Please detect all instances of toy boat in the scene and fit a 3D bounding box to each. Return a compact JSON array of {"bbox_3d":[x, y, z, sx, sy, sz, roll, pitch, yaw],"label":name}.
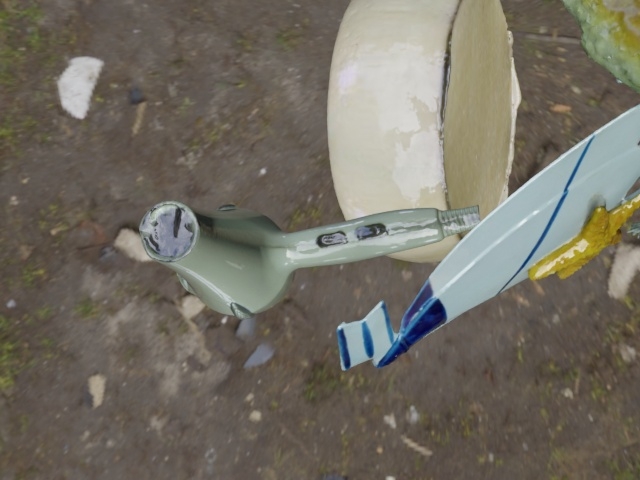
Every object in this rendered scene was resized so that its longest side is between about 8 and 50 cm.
[{"bbox_3d":[0.130,-0.014,0.592,0.291,0.220,0.067,-28,65,1],"label":"toy boat"}]

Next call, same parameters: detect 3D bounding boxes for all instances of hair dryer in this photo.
[{"bbox_3d":[-0.028,0.001,0.735,0.224,0.219,0.088,-14,79,31],"label":"hair dryer"}]

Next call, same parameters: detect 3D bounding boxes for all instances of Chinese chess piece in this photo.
[{"bbox_3d":[0.126,-0.143,1.195,0.140,0.338,0.338,2,102,24],"label":"Chinese chess piece"}]

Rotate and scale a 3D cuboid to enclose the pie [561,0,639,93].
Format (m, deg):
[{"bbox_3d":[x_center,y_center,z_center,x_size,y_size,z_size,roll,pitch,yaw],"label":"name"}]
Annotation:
[{"bbox_3d":[0.149,-0.118,0.308,0.186,0.041,0.187,-8,75,33],"label":"pie"}]
